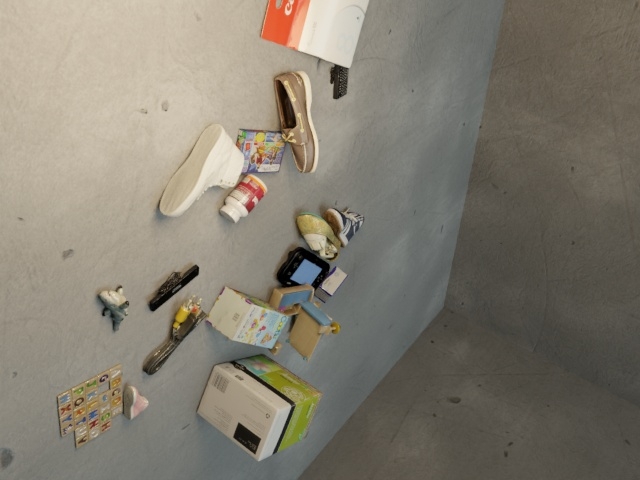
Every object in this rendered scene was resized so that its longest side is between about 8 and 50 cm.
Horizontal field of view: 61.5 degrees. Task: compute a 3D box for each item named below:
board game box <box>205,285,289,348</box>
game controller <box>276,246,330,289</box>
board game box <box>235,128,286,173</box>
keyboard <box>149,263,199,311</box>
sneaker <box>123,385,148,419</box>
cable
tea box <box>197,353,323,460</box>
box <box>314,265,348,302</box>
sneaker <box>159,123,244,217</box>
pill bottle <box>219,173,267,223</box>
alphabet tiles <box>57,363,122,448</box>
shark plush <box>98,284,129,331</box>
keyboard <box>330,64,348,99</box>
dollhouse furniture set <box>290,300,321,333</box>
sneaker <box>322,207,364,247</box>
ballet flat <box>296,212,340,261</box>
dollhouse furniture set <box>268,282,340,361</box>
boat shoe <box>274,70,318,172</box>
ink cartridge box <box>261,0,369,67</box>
[{"bbox_3d":[-0.259,0.284,1.950,0.144,0.142,0.275,-60,150,-3],"label":"board game box"},{"bbox_3d":[-0.066,0.130,2.214,0.166,0.067,0.319,-61,150,-3],"label":"game controller"},{"bbox_3d":[-0.192,-0.281,1.708,0.201,0.035,0.136,-11,123,-55],"label":"board game box"},{"bbox_3d":[-0.451,0.131,1.645,0.192,0.038,0.100,-44,169,-33],"label":"keyboard"},{"bbox_3d":[-0.583,0.502,1.704,0.070,0.051,0.134,-25,137,-50],"label":"sneaker"},{"bbox_3d":[-0.471,0.303,1.745,0.287,0.072,0.139,-51,168,2],"label":"cable"},{"bbox_3d":[-0.230,0.632,2.090,0.323,0.329,0.220,6,107,-61],"label":"tea box"},{"bbox_3d":[0.043,0.197,2.380,0.126,0.072,0.137,-51,177,-24],"label":"box"},{"bbox_3d":[-0.319,-0.163,1.526,0.292,0.108,0.169,-59,148,-11],"label":"sneaker"},{"bbox_3d":[-0.244,-0.129,1.695,0.152,0.086,0.086,-52,149,-19],"label":"pill bottle"},{"bbox_3d":[-0.677,0.501,1.594,0.198,0.009,0.237,-26,133,-48],"label":"alphabet tiles"},{"bbox_3d":[-0.575,0.189,1.490,0.067,0.073,0.161,-15,150,-29],"label":"shark plush"},{"bbox_3d":[0.070,-0.589,1.892,0.108,0.023,0.180,-36,140,-40],"label":"keyboard"},{"bbox_3d":[-0.056,0.325,2.400,0.161,0.101,0.181,-58,163,-67],"label":"dollhouse furniture set"},{"bbox_3d":[0.101,-0.093,2.263,0.153,0.099,0.282,-49,155,-15],"label":"sneaker"},{"bbox_3d":[0.000,0.000,2.145,0.123,0.123,0.348,-59,153,-8],"label":"ballet flat"},{"bbox_3d":[-0.056,0.355,2.121,0.198,0.303,0.286,-3,122,-49],"label":"dollhouse furniture set"},{"bbox_3d":[-0.080,-0.365,1.702,0.097,0.117,0.324,-20,116,-32],"label":"boat shoe"},{"bbox_3d":[0.006,-0.714,1.619,0.385,0.091,0.308,-10,122,-57],"label":"ink cartridge box"}]
